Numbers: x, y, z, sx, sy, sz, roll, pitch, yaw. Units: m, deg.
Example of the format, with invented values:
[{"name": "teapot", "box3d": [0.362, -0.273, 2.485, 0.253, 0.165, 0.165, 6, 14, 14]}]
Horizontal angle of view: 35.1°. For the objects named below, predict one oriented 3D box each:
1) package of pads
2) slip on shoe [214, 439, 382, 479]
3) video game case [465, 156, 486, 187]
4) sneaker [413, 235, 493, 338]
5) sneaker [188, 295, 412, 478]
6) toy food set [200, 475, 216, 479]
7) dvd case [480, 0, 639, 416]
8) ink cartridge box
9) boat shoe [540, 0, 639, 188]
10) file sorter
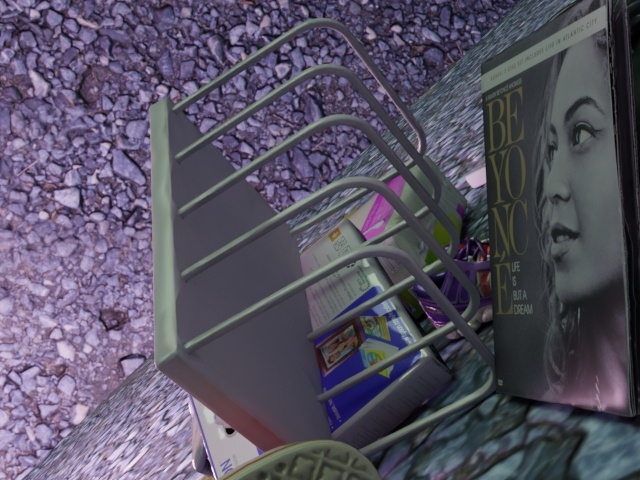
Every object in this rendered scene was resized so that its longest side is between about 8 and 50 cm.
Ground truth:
[{"name": "package of pads", "box3d": [0.042, 0.037, 1.127, 0.229, 0.101, 0.296, -39, 7, 21]}, {"name": "slip on shoe", "box3d": [-0.115, 0.217, 0.612, 0.331, 0.123, 0.101, -22, -13, -13]}, {"name": "video game case", "box3d": [0.286, -0.150, 1.249, 0.183, 0.023, 0.201, -45, 7, -23]}, {"name": "sneaker", "box3d": [0.138, 0.021, 0.809, 0.170, 0.071, 0.068, -36, 9, 39]}, {"name": "sneaker", "box3d": [-0.018, 0.142, 0.945, 0.262, 0.099, 0.121, -37, 29, 23]}, {"name": "toy food set", "box3d": [-0.130, 0.266, 1.012, 0.122, 0.019, 0.078, -39, 7, 23]}, {"name": "dvd case", "box3d": [0.137, -0.015, 0.594, 0.018, 0.221, 0.164, -1, -4, -14]}, {"name": "ink cartridge box", "box3d": [-0.015, 0.107, 0.860, 0.208, 0.045, 0.206, -39, 38, 8]}, {"name": "boat shoe", "box3d": [0.225, -0.091, 0.678, 0.187, 0.156, 0.500, -39, 9, 12]}, {"name": "file sorter", "box3d": [0.000, 0.000, 0.751, 0.173, 0.193, 0.278, -29, 41, 17]}]
